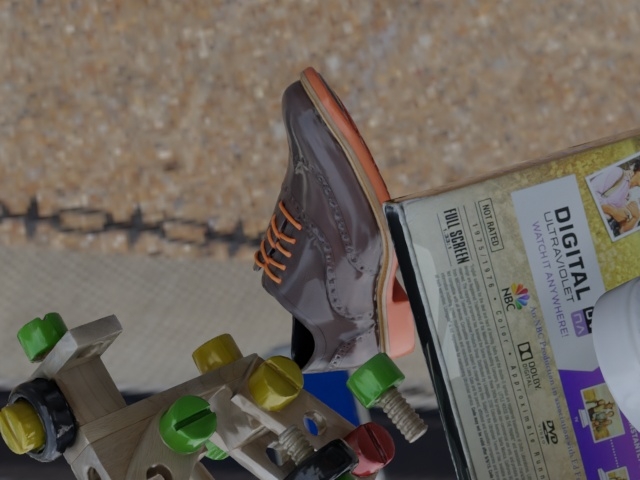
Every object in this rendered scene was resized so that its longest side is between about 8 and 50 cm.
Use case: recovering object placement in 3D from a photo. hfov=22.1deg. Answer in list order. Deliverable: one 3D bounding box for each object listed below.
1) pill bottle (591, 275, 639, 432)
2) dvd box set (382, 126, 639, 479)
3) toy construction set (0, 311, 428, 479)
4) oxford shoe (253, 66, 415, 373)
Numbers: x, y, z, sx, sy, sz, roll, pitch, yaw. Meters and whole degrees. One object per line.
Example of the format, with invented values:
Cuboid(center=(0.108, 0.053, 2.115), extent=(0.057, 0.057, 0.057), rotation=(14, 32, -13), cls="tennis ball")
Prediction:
Cuboid(center=(0.268, 0.016, 0.811), extent=(0.264, 0.146, 0.146), rotation=(-30, 142, 34), cls="pill bottle")
Cuboid(center=(0.281, 0.060, 1.071), extent=(0.421, 0.307, 0.062), rotation=(-17, -172, -6), cls="dvd box set")
Cuboid(center=(-0.108, 0.149, 1.210), extent=(0.257, 0.237, 0.309), rotation=(-36, 168, -17), cls="toy construction set")
Cuboid(center=(0.000, 0.000, 1.158), extent=(0.098, 0.097, 0.271), rotation=(-20, 131, -7), cls="oxford shoe")
